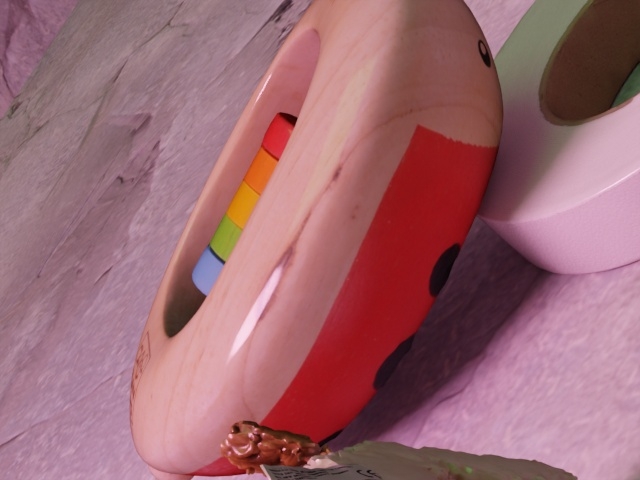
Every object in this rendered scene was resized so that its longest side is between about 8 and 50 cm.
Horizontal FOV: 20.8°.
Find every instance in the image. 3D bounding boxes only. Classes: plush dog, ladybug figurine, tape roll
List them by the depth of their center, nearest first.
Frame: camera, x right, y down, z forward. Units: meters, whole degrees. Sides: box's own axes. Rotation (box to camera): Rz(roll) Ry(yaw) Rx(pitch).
[{"bbox_3d":[0.024,0.230,0.952,0.262,0.210,0.225,-21,-56,-77],"label":"plush dog"},{"bbox_3d":[0.262,-0.147,1.304,0.392,0.072,0.392,-41,22,21],"label":"tape roll"},{"bbox_3d":[0.000,0.000,1.329,0.449,0.162,0.305,-61,16,14],"label":"ladybug figurine"}]
